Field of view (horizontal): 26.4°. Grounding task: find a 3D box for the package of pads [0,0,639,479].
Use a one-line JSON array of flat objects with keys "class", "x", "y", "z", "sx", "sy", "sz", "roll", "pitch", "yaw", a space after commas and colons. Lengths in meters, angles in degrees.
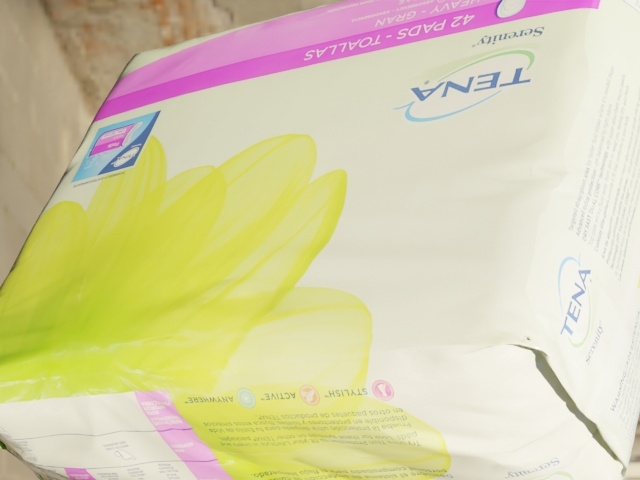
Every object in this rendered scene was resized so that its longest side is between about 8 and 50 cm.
[{"class": "package of pads", "x": 0.000, "y": 0.000, "z": 0.579, "sx": 0.101, "sy": 0.296, "sz": 0.229, "roll": 52, "pitch": 44, "yaw": -35}]
